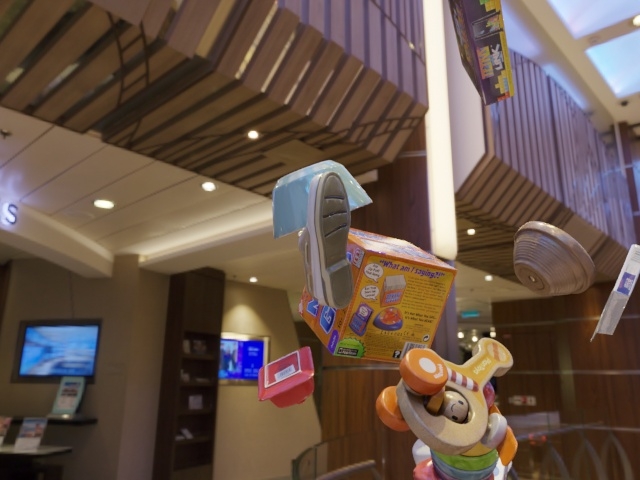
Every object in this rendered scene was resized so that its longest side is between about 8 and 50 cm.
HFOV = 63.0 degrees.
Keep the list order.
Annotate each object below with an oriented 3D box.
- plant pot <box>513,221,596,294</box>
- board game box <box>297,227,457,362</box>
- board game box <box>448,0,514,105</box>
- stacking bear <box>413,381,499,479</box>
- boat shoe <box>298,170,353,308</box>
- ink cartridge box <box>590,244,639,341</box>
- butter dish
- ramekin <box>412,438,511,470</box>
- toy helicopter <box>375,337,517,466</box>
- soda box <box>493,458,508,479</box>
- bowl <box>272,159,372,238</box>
[{"bbox_3d":[0.614,0.072,1.437,0.110,0.237,0.237,-40,-9,-13],"label":"plant pot"},{"bbox_3d":[0.182,0.178,1.820,0.357,0.356,0.356,13,11,-24],"label":"board game box"},{"bbox_3d":[0.224,-0.303,0.747,0.048,0.141,0.170,-17,-49,14],"label":"board game box"},{"bbox_3d":[0.310,0.409,1.138,0.164,0.289,0.175,19,34,38],"label":"stacking bear"},{"bbox_3d":[0.000,0.000,1.153,0.103,0.302,0.113,6,13,42],"label":"boat shoe"},{"bbox_3d":[0.855,0.160,1.496,0.045,0.223,0.224,24,-40,28],"label":"ink cartridge box"},{"bbox_3d":[-0.075,0.382,1.383,0.160,0.118,0.160,-25,19,3],"label":"butter dish"},{"bbox_3d":[0.411,0.642,1.564,0.277,0.135,0.277,-23,-8,-3],"label":"ramekin"},{"bbox_3d":[0.290,0.285,0.993,0.355,0.235,0.140,-20,-38,-48],"label":"toy helicopter"},{"bbox_3d":[0.434,0.590,1.333,0.074,0.069,0.216,2,17,26],"label":"soda box"},{"bbox_3d":[-0.021,-0.131,1.552,0.312,0.163,0.311,-22,3,1],"label":"bowl"}]
